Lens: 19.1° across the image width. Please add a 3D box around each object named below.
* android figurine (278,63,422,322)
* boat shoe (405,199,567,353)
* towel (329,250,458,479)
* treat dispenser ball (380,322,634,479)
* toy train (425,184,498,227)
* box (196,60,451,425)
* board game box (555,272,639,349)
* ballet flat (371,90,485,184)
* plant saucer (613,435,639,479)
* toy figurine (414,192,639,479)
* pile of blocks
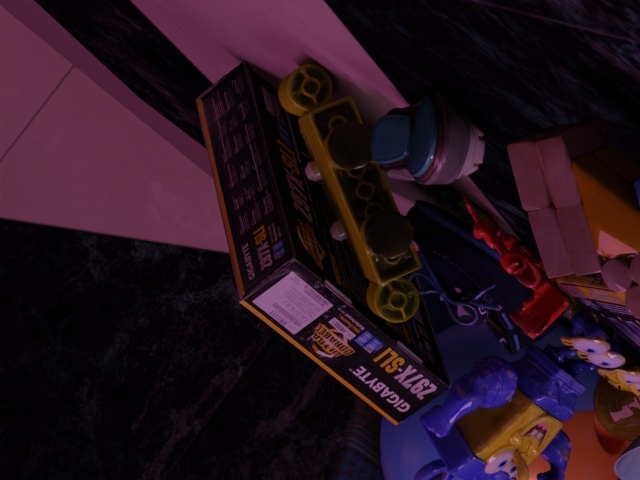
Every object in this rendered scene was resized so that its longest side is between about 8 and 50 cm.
[{"bbox_3d":[0.029,-0.045,1.742,0.273,0.056,0.248,-160,46,-83],"label":"android figurine"},{"bbox_3d":[0.157,0.049,1.852,0.258,0.089,0.109,36,-174,-41],"label":"boat shoe"},{"bbox_3d":[0.155,0.219,2.290,0.271,0.370,0.040,39,138,-20],"label":"towel"},{"bbox_3d":[0.209,0.224,2.103,0.288,0.288,0.288,37,175,3],"label":"treat dispenser ball"},{"bbox_3d":[0.134,-0.033,1.801,0.083,0.017,0.023,35,164,14],"label":"toy train"},{"bbox_3d":[0.000,0.000,1.932,0.257,0.079,0.322,38,-156,-37],"label":"box"},{"bbox_3d":[0.273,0.060,1.498,0.141,0.048,0.170,40,176,-8],"label":"board game box"},{"bbox_3d":[0.093,-0.077,1.472,0.068,0.072,0.213,10,-179,-11],"label":"ballet flat"},{"bbox_3d":[0.357,0.181,1.684,0.195,0.037,0.195,0,156,0],"label":"plant saucer"},{"bbox_3d":[0.166,0.140,1.696,0.191,0.217,0.362,50,-173,31],"label":"toy figurine"},{"bbox_3d":[0.272,0.033,1.062,0.362,0.149,0.113,45,-139,20],"label":"pile of blocks"}]
